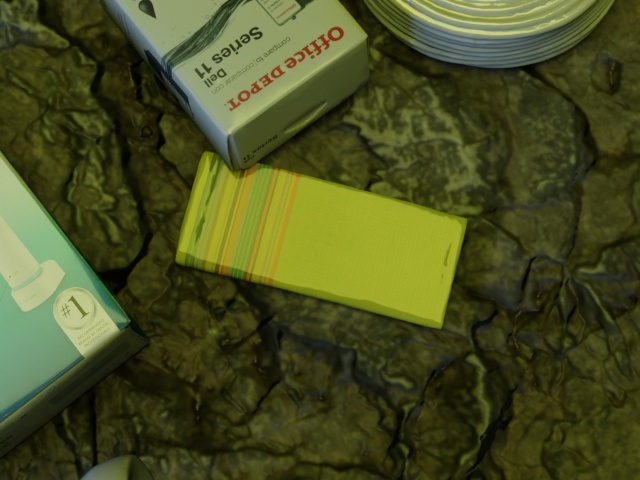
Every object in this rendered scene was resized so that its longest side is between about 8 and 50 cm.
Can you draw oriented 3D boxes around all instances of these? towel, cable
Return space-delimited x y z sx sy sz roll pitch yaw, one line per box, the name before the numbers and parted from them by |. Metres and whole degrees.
towel | 0.000 0.000 1.282 0.237 0.021 0.102 14 81 3
cable | 0.147 -0.281 1.307 0.257 0.089 0.257 20 78 4

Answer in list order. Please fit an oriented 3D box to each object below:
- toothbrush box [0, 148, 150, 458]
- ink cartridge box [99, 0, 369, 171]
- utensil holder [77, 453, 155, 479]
toothbrush box | -0.317 0.028 1.221 0.216 0.126 0.295 -39 81 -7
ink cartridge box | -0.076 -0.187 1.278 0.153 0.087 0.208 -37 75 -9
utensil holder | -0.264 0.366 1.051 0.386 0.327 0.327 -19 78 -1
